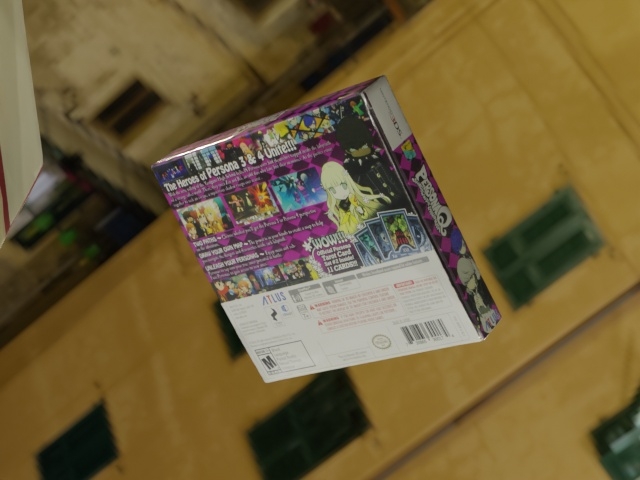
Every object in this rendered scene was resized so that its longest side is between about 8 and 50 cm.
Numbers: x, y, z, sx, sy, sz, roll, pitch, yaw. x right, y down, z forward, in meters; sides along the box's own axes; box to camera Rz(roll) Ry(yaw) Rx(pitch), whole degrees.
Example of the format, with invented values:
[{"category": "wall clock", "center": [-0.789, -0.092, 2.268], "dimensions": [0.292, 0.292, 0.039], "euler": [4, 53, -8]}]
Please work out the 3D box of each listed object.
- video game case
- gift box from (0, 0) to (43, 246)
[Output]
[{"category": "video game case", "center": [0.000, 0.000, 1.186], "dimensions": [0.042, 0.232, 0.210], "euler": [-42, -71, -46]}, {"category": "gift box", "center": [-0.241, -0.095, 0.579], "dimensions": [0.276, 0.255, 0.258], "euler": [-95, 2, -66]}]
